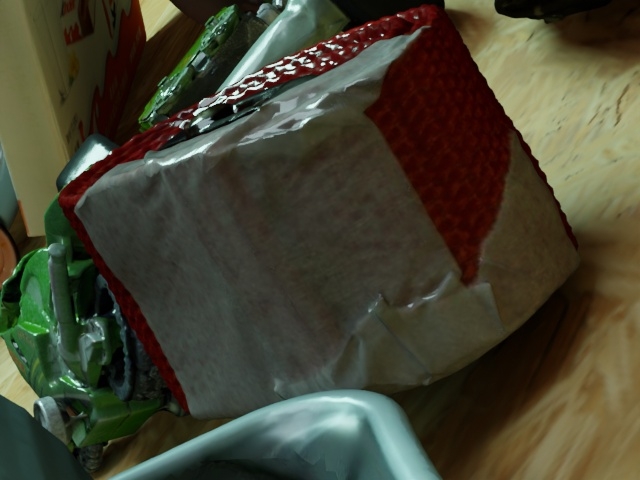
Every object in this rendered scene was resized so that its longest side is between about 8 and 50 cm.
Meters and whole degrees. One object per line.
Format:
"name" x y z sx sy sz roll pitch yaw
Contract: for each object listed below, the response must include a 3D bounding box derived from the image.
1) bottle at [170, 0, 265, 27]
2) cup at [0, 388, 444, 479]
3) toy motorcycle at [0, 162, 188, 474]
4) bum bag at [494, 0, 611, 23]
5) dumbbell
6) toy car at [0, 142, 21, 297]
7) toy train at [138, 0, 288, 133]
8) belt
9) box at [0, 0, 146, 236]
"bottle" -0.014 -0.232 1.111 0.233 0.110 0.110 -54 20 -10
"cup" -0.124 0.149 0.460 0.331 0.257 0.311 -52 18 3
"toy motorcycle" -0.103 0.040 0.816 0.074 0.106 0.190 -13 -16 -22
"bum bag" 0.155 -0.177 0.695 0.248 0.069 0.102 -51 -14 4
"dumbbell" -0.033 -0.070 0.880 0.191 0.100 0.100 -52 19 -4
"toy car" -0.314 -0.057 1.263 0.180 0.212 0.270 -20 33 32
"toy train" -0.026 -0.126 1.025 0.202 0.060 0.081 -53 14 -9
"belt" 0.000 0.000 0.652 0.128 0.124 0.201 -36 12 -30
"box" -0.182 -0.185 1.225 0.048 0.265 0.273 -5 34 9
